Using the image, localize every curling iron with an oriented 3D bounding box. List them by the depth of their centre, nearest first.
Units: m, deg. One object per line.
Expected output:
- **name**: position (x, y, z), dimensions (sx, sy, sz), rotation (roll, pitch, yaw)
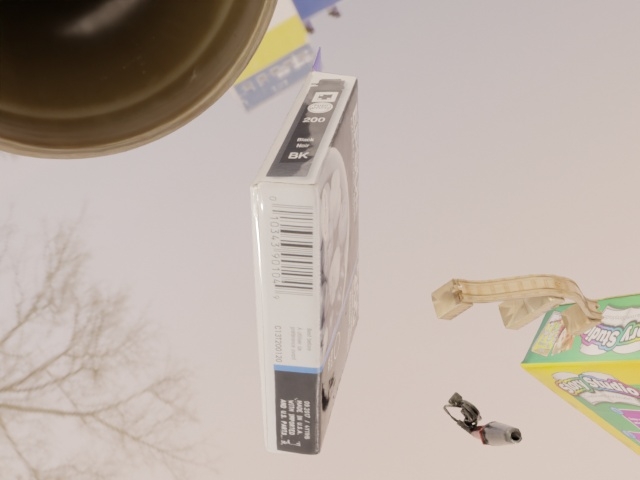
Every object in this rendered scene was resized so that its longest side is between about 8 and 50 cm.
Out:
- **curling iron**: position (0.206, 0.236, 1.110), dimensions (0.035, 0.068, 0.274), rotation (-47, 179, -5)

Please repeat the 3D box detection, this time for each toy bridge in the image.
- **toy bridge**: position (0.180, 0.052, 0.750), dimensions (0.063, 0.188, 0.026), rotation (-41, -129, 41)

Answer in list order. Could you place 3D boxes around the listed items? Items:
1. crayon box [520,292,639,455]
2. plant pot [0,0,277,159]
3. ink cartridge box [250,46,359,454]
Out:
- **crayon box**: position (0.452, 0.184, 0.991), dimensions (0.106, 0.313, 0.363), rotation (-56, -170, -18)
- **plant pot**: position (-0.225, -0.269, 0.723), dimensions (0.323, 0.323, 0.280), rotation (-32, -141, -7)
- **ink cartridge box**: position (0.000, 0.000, 0.601), dimensions (0.045, 0.206, 0.208), rotation (5, -146, 8)
